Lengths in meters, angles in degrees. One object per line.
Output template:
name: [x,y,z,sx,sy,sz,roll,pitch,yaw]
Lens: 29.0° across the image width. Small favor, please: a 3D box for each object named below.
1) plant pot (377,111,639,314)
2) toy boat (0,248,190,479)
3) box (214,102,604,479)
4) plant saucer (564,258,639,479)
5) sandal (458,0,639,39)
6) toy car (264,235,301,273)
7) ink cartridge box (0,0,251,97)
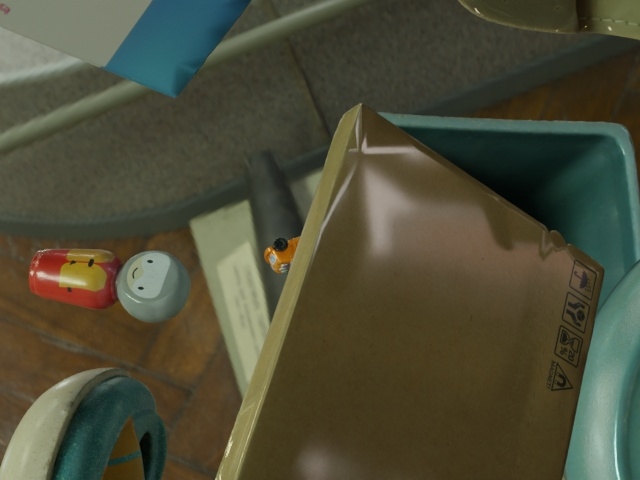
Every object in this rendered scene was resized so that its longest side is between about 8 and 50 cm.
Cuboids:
plant pot: [0.118,0.052,1.088,0.247,0.252,0.248,1,74,-15]
toy boat: [-0.205,0.161,1.173,0.148,0.318,0.267,7,13,8]
box: [0.048,0.061,0.550,0.021,0.164,0.201,-23,42,53]
plant saucer: [0.296,0.118,0.699,0.318,0.044,0.317,-3,79,16]
sandal: [0.180,-0.121,0.601,0.240,0.088,0.079,12,14,3]
toy car: [0.000,0.000,0.938,0.060,0.122,0.040,-14,72,-25]
ink cartridge box: [-0.168,-0.261,0.780,0.197,0.270,0.198,-47,41,30]
